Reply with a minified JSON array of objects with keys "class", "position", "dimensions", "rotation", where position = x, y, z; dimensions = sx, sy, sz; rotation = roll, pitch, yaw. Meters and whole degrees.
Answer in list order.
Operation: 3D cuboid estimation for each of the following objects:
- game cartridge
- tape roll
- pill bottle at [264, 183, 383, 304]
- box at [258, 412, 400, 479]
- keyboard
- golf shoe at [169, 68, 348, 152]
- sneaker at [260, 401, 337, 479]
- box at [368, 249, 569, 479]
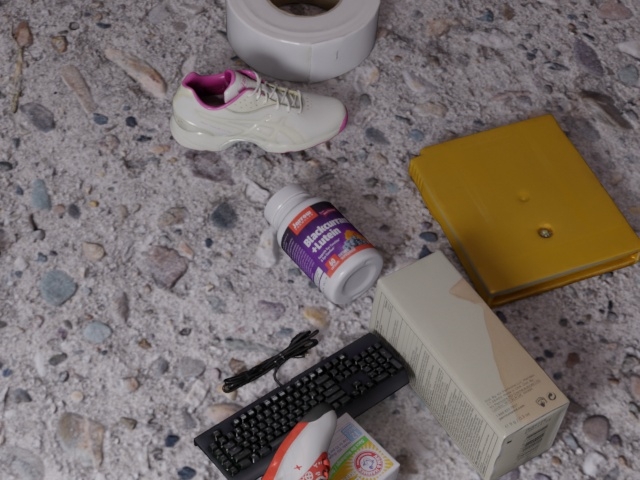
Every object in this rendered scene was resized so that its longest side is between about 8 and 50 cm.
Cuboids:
[{"class":"game cartridge","position":[0.332,-0.056,2.134],"dimensions":[0.285,0.052,0.323],"rotation":[-15,52,-15]},{"class":"tape roll","position":[-0.032,-0.422,2.358],"dimensions":[0.286,0.100,0.286],"rotation":[2,52,-3]},{"class":"pill bottle","position":[0.000,0.000,2.026],"dimensions":[0.108,0.108,0.193],"rotation":[-31,60,-24]},{"class":"box","position":[-0.002,0.350,1.756],"dimensions":[0.203,0.103,0.114],"rotation":[-35,62,-27]},{"class":"keyboard","position":[-0.043,0.220,1.872],"dimensions":[0.317,0.033,0.201],"rotation":[-29,41,-23]},{"class":"golf shoe","position":[-0.101,-0.224,2.175],"dimensions":[0.306,0.140,0.115],"rotation":[-4,51,-8]},{"class":"sneaker","position":[-0.015,0.344,1.638],"dimensions":[0.145,0.090,0.270],"rotation":[28,62,17]},{"class":"box","position":[0.208,0.180,1.878],"dimensions":[0.121,0.148,0.311],"rotation":[-25,59,-22]}]
